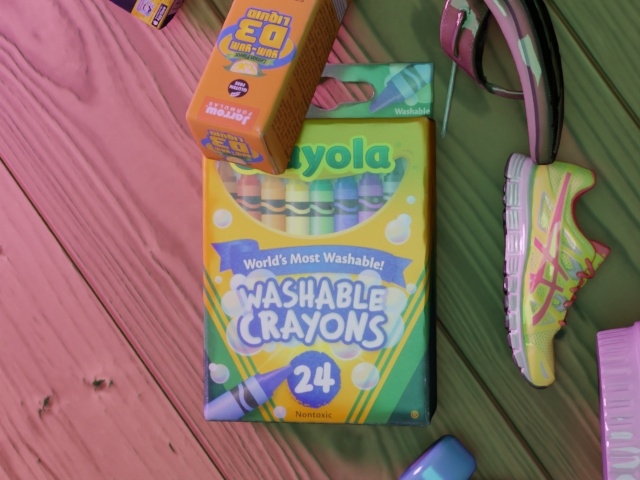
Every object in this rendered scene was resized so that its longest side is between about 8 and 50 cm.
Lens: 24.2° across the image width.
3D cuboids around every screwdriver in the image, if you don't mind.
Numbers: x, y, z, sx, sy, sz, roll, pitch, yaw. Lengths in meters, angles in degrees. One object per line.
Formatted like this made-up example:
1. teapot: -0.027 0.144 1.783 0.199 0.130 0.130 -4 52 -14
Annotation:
1. screwdriver: 0.123 -0.176 1.338 0.024 0.025 0.169 10 94 9

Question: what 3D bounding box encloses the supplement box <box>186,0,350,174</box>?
1. supplement box: -0.035 -0.178 1.288 0.078 0.080 0.233 14 71 16

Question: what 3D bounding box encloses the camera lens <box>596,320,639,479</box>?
1. camera lens: 0.370 0.166 1.218 0.274 0.219 0.219 -3 93 10

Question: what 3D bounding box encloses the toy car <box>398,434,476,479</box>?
1. toy car: 0.117 0.315 1.258 0.219 0.238 0.210 45 99 4

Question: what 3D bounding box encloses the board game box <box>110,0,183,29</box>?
1. board game box: -0.176 -0.325 1.350 0.194 0.060 0.194 33 109 3

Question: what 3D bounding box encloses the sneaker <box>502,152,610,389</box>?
1. sneaker: 0.207 0.027 1.308 0.094 0.081 0.208 0 93 7

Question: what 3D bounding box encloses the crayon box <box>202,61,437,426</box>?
1. crayon box: 0.000 0.000 1.338 0.203 0.083 0.322 0 93 9

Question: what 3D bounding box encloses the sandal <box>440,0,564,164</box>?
1. sandal: 0.136 -0.205 1.280 0.086 0.120 0.302 -22 98 20
